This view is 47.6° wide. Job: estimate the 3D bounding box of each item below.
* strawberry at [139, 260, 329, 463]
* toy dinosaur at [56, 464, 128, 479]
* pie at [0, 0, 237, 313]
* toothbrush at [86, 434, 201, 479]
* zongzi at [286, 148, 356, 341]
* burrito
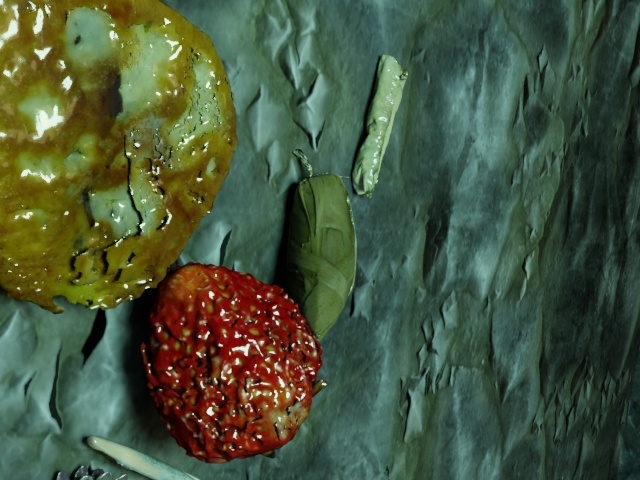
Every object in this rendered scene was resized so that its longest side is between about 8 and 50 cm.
[{"bbox_3d":[-0.090,0.106,0.709,0.187,0.184,0.201,-45,121,-39],"label":"strawberry"},{"bbox_3d":[-0.232,0.254,0.670,0.209,0.039,0.082,10,88,-62],"label":"toy dinosaur"},{"bbox_3d":[-0.187,-0.085,0.609,0.308,0.086,0.308,-23,121,-46],"label":"pie"},{"bbox_3d":[-0.128,0.284,0.815,0.375,0.028,0.037,46,58,-46],"label":"toothbrush"},{"bbox_3d":[0.000,0.000,0.806,0.178,0.081,0.188,-81,171,-77],"label":"zongzi"},{"bbox_3d":[0.075,-0.148,0.948,0.045,0.041,0.185,128,-23,-84],"label":"burrito"}]
